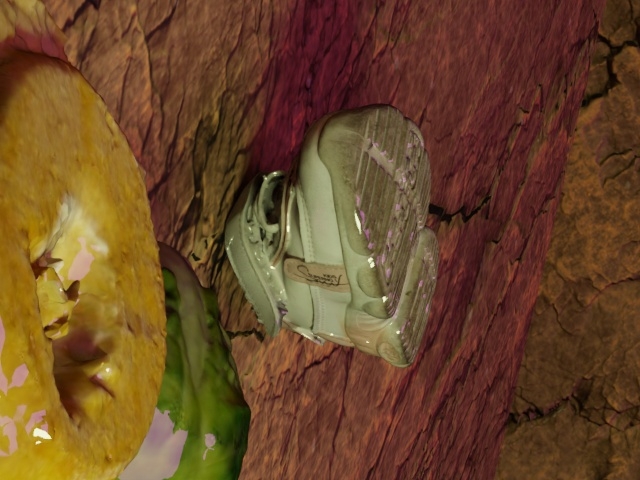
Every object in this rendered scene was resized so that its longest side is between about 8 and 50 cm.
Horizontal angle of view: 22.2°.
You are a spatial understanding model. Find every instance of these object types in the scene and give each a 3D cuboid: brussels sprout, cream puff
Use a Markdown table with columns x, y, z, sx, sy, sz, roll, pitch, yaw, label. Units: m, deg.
| x | y | z | sx | sy | sz | roll | pitch | yaw | label |
| --- | --- | --- | --- | --- | --- | --- | --- | --- | --- |
| -0.159 | 0.114 | 1.241 | 0.219 | 0.210 | 0.271 | 42 | 44 | -44 | brussels sprout |
| -0.234 | 0.025 | 0.924 | 0.327 | 0.231 | 0.342 | -66 | 145 | -62 | cream puff |

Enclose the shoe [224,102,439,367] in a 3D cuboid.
| x | y | z | sx | sy | sz | roll | pitch | yaw | label |
| --- | --- | --- | --- | --- | --- | --- | --- | --- | --- |
| -0.001 | 0.002 | 1.602 | 0.351 | 0.198 | 0.171 | 76 | 26 | -53 | shoe |
